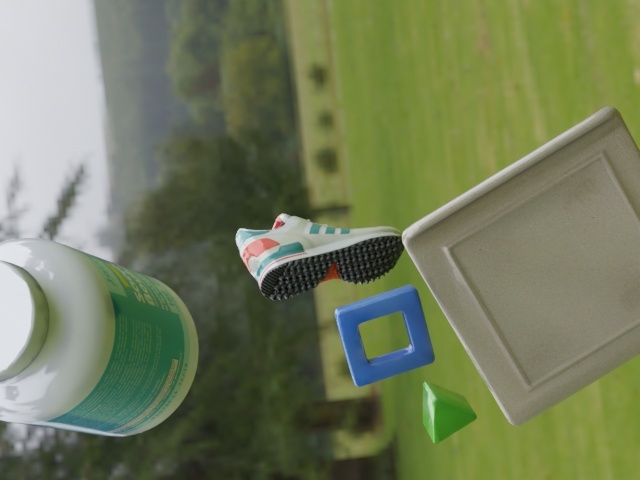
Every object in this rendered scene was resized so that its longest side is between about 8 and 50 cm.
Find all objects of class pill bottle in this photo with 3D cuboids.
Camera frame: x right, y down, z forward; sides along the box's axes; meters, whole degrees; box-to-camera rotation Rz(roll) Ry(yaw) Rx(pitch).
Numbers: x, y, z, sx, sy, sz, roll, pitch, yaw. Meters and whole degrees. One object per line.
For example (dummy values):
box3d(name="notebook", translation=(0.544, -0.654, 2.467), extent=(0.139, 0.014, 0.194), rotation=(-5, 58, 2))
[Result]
box3d(name="pill bottle", translation=(-0.210, 0.079, 1.408), extent=(0.264, 0.146, 0.146), rotation=(28, -127, -70))

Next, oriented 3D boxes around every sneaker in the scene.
box3d(name="sneaker", translation=(0.000, 0.000, 1.506), extent=(0.075, 0.161, 0.057), rotation=(51, 137, 32))

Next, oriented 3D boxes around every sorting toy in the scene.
box3d(name="sorting toy", translation=(0.176, 0.017, 1.282), extent=(0.196, 0.347, 0.047), rotation=(58, -179, -24))
